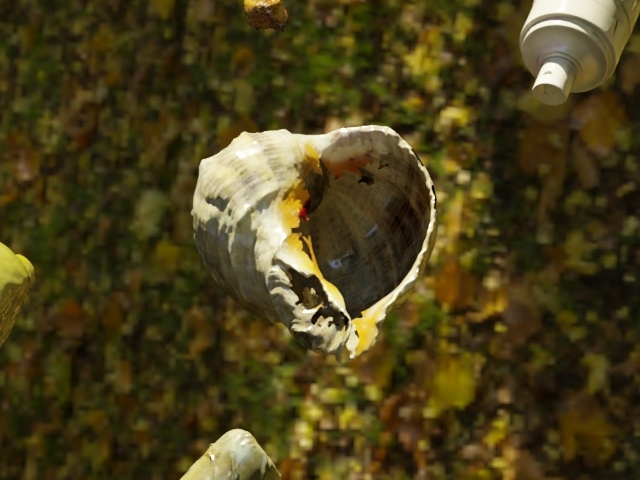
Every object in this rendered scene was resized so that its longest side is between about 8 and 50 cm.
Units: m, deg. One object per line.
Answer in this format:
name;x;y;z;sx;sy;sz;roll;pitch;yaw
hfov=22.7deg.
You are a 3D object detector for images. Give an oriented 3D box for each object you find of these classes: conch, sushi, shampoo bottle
conch;0.000;0.007;1.458;0.159;0.210;0.291;83;164;-54
sushi;-0.060;-0.258;1.791;0.099;0.050;0.047;-86;-20;-61
shampoo bottle;0.245;-0.229;1.413;0.092;0.092;0.303;-37;20;52

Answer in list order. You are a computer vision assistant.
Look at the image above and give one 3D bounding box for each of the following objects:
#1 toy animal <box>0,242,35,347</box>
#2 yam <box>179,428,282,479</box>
toy animal;-0.501;0.047;1.719;0.181;0.363;0.180;110;173;-65
yam;-0.146;0.270;1.157;0.071;0.317;0.067;32;158;30
